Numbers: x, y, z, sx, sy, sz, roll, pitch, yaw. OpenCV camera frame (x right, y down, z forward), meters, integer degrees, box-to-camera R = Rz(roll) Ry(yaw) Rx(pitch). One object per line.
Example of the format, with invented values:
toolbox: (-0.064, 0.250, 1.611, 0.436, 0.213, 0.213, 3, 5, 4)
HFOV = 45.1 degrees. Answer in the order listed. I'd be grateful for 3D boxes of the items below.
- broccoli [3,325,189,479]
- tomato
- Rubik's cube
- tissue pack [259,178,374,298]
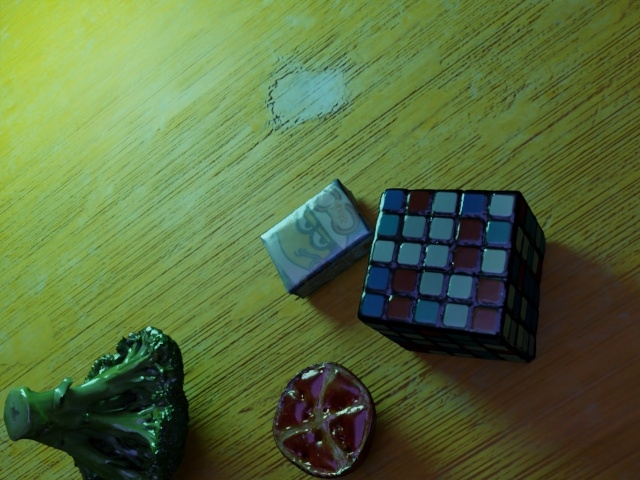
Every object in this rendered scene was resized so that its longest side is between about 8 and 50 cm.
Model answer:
broccoli: (-0.308, 0.247, 1.102, 0.254, 0.269, 0.269, 14, 78, 45)
tomato: (0.015, 0.246, 1.057, 0.156, 0.069, 0.155, -10, 69, 26)
Rubik's cube: (0.174, 0.047, 0.987, 0.187, 0.182, 0.184, 1, 73, 27)
tissue pack: (0.000, 0.000, 1.160, 0.155, 0.065, 0.115, -35, 62, 9)
